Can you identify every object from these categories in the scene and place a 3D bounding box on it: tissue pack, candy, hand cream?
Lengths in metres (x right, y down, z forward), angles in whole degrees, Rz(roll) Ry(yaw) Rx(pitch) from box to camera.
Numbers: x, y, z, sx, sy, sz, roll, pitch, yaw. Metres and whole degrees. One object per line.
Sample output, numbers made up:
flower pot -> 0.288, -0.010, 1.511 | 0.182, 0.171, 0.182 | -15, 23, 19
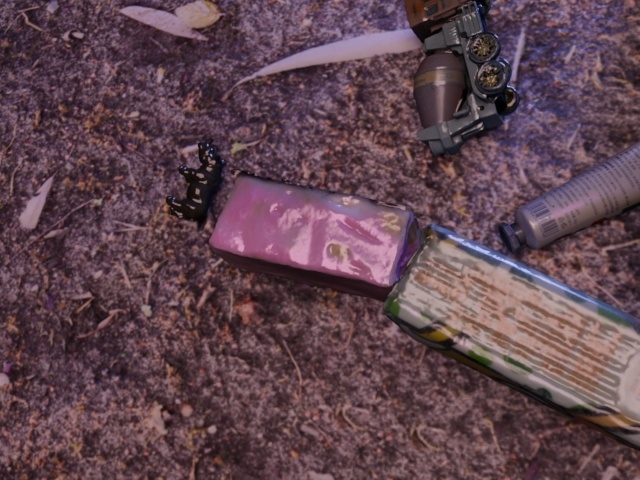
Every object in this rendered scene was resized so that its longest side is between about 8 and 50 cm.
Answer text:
tissue pack -> 0.243, 0.114, 0.718 | 0.310, 0.228, 0.128 | 27, 86, 18
candy -> 0.000, 0.000, 0.847 | 0.264, 0.155, 0.116 | 12, 76, 16
hand cream -> 0.368, -0.061, 0.824 | 0.275, 0.059, 0.095 | -26, 71, 2

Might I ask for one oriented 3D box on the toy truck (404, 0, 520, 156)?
toy truck -> 0.188, -0.257, 0.889 | 0.140, 0.108, 0.257 | -17, 76, 24

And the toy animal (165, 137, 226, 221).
toy animal -> -0.188, -0.096, 0.975 | 0.064, 0.047, 0.136 | 16, 80, 12
